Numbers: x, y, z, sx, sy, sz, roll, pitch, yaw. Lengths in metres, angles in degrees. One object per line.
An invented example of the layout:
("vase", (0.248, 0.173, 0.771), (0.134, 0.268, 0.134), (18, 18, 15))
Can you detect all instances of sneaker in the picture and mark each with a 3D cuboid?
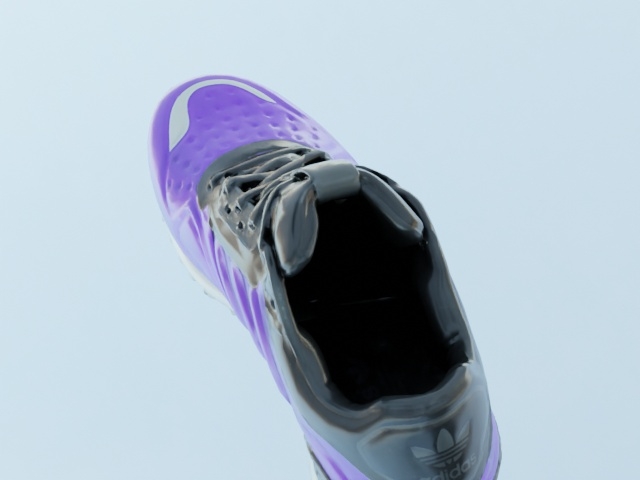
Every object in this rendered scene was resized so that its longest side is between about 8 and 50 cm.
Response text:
("sneaker", (0.001, 0.000, 0.833), (0.102, 0.146, 0.293), (-23, -125, -13))
